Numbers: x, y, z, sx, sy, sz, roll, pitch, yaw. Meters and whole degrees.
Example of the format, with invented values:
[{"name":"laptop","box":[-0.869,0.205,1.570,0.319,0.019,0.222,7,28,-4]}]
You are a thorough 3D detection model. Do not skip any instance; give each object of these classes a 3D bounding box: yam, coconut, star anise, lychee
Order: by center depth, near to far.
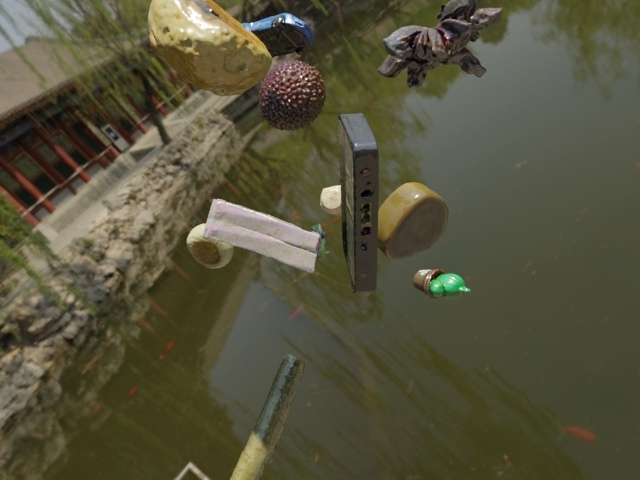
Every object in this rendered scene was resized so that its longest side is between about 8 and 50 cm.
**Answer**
[{"name":"star anise","box":[0.251,-0.411,1.170,0.283,0.129,0.212,-14,-12,18]},{"name":"yam","box":[-0.133,0.473,1.412,0.371,0.083,0.083,-67,23,-5]},{"name":"lychee","box":[-0.074,-0.367,1.421,0.188,0.188,0.188,-35,20,15]},{"name":"coconut","box":[0.062,-0.134,1.834,0.110,0.110,0.124,-33,-11,21]}]

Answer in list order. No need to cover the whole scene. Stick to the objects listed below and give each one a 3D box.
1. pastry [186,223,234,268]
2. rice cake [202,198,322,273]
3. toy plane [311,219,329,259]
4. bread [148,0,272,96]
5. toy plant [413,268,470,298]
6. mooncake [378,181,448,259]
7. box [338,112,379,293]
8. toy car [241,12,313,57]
[{"name":"pastry","box":[-0.349,0.015,1.772,0.156,0.156,0.092,-26,27,37]},{"name":"rice cake","box":[-0.140,-0.013,1.380,0.050,0.298,0.106,-42,-30,-83]},{"name":"toy plane","box":[0.000,0.000,1.569,0.040,0.111,0.102,-12,-12,2]},{"name":"bread","box":[-0.208,-0.356,1.003,0.134,0.244,0.244,-48,16,19]},{"name":"toy plant","box":[0.413,0.154,1.890,0.143,0.105,0.200,-4,10,-42]},{"name":"mooncake","box":[0.257,-0.064,1.597,0.235,0.235,0.117,-41,48,-1]},{"name":"box","box":[0.080,-0.077,1.173,0.058,0.350,0.211,-5,31,-5]},{"name":"toy car","box":[-0.105,-0.455,1.224,0.216,0.103,0.063,2,70,38]}]
